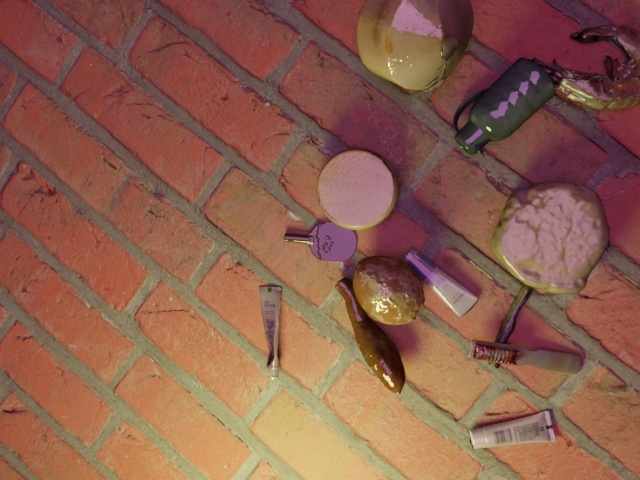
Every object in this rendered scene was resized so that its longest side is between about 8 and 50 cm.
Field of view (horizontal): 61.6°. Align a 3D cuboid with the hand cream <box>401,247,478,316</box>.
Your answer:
[{"bbox_3d":[0.357,0.123,1.624,0.255,0.048,0.079,41,99,6],"label":"hand cream"}]

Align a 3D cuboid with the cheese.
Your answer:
[{"bbox_3d":[0.655,-0.007,1.521,0.318,0.115,0.326,-26,89,12],"label":"cheese"}]

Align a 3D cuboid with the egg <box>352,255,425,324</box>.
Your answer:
[{"bbox_3d":[0.198,0.145,1.586,0.233,0.195,0.194,36,100,6],"label":"egg"}]

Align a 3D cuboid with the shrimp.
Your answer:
[{"bbox_3d":[0.769,-0.488,1.491,0.361,0.085,0.246,10,86,8],"label":"shrimp"}]

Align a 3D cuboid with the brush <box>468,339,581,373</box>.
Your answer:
[{"bbox_3d":[0.598,0.341,1.560,0.321,0.050,0.060,8,93,1],"label":"brush"}]

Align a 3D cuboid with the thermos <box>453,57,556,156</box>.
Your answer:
[{"bbox_3d":[0.500,-0.376,1.525,0.286,0.145,0.182,-43,52,12],"label":"thermos"}]

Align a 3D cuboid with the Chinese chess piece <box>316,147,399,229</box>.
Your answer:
[{"bbox_3d":[0.113,-0.155,1.637,0.251,0.097,0.250,0,92,12],"label":"Chinese chess piece"}]

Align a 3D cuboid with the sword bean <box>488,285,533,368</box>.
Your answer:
[{"bbox_3d":[0.561,0.255,1.593,0.043,0.038,0.269,21,97,-2],"label":"sword bean"}]

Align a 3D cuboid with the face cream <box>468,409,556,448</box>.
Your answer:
[{"bbox_3d":[0.568,0.573,1.603,0.244,0.058,0.092,-12,85,7],"label":"face cream"}]

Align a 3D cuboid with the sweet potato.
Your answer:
[{"bbox_3d":[0.154,0.292,1.654,0.109,0.109,0.385,-32,74,12],"label":"sweet potato"}]

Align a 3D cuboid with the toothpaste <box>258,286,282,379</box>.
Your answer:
[{"bbox_3d":[-0.158,0.299,1.747,0.075,0.048,0.300,-6,85,40],"label":"toothpaste"}]

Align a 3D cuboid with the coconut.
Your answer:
[{"bbox_3d":[0.263,-0.573,1.471,0.323,0.323,0.322,1,93,12],"label":"coconut"}]

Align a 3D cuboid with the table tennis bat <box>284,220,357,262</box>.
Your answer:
[{"bbox_3d":[0.000,0.000,1.711,0.235,0.022,0.130,6,95,10],"label":"table tennis bat"}]
